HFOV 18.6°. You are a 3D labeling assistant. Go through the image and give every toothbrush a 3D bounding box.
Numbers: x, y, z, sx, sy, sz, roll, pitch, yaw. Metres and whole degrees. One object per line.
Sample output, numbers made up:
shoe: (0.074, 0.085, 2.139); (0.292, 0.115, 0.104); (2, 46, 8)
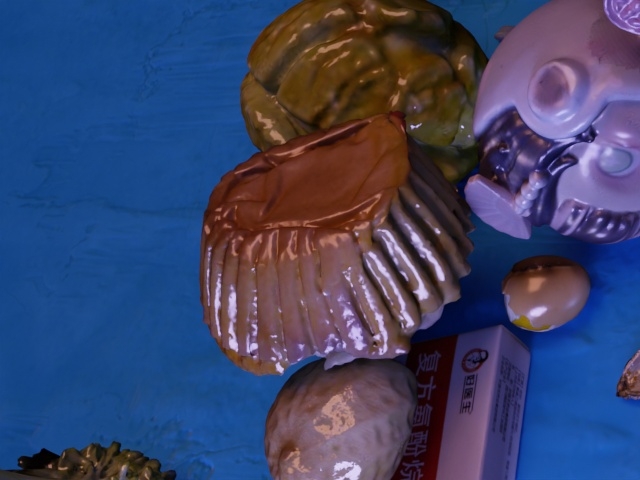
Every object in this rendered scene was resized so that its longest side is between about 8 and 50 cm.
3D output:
toothbrush: (0.256, -0.214, 2.037); (0.193, 0.013, 0.019); (7, 56, 47)

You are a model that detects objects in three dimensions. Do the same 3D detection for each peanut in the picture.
peanut: (0.016, 0.171, 1.778); (0.140, 0.109, 0.159); (-8, 49, 57)

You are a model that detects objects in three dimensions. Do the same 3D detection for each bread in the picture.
bread: (0.000, 0.000, 1.788); (0.274, 0.149, 0.274); (-20, 38, 17)

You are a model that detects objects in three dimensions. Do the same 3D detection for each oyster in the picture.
oyster: (0.295, 0.115, 1.731); (0.083, 0.019, 0.054); (-35, 42, 14)

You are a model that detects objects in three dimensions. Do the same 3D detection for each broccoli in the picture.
broccoli: (-0.284, 0.294, 1.954); (0.263, 0.243, 0.247); (-46, 41, 9)

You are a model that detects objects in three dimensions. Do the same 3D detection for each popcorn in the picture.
popcorn: (0.057, -0.153, 2.018); (0.225, 0.276, 0.276); (-60, 37, 12)

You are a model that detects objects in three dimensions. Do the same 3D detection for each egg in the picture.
egg: (0.212, 0.048, 1.824); (0.083, 0.071, 0.071); (-10, 52, 23)

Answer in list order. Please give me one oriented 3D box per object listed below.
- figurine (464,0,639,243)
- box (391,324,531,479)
figurine: (0.288, -0.159, 1.753); (0.211, 0.253, 0.361); (-103, 33, -44)
box: (0.071, 0.257, 1.794); (0.214, 0.069, 0.353); (-15, 52, 35)
